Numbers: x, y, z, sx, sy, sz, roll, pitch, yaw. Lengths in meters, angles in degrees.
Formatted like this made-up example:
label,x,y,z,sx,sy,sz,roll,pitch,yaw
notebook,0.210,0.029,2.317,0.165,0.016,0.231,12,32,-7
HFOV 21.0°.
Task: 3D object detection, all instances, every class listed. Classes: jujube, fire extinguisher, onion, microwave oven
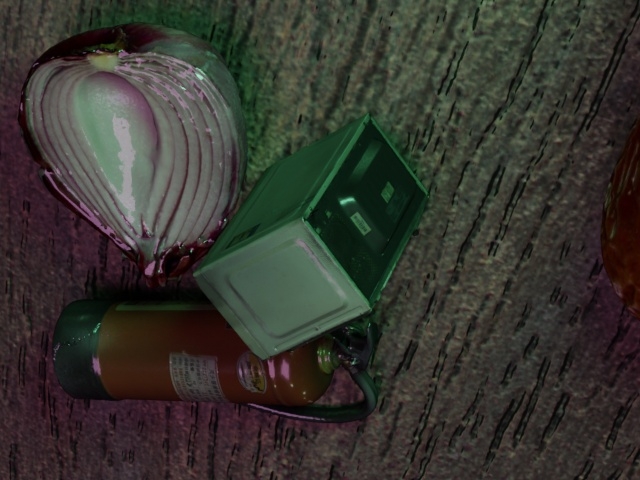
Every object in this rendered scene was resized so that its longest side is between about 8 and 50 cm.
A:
label,x,y,z,sx,sy,sz,roll,pitch,yaw
jujube,0.344,-0.036,1.530,0.190,0.190,0.255,7,108,18
fire extinguisher,-0.086,0.126,1.865,0.376,0.113,0.200,-1,165,24
onion,-0.171,-0.089,1.719,0.227,0.120,0.283,6,121,17
microwave oven,0.000,0.000,1.659,0.163,0.205,0.129,-24,111,35
